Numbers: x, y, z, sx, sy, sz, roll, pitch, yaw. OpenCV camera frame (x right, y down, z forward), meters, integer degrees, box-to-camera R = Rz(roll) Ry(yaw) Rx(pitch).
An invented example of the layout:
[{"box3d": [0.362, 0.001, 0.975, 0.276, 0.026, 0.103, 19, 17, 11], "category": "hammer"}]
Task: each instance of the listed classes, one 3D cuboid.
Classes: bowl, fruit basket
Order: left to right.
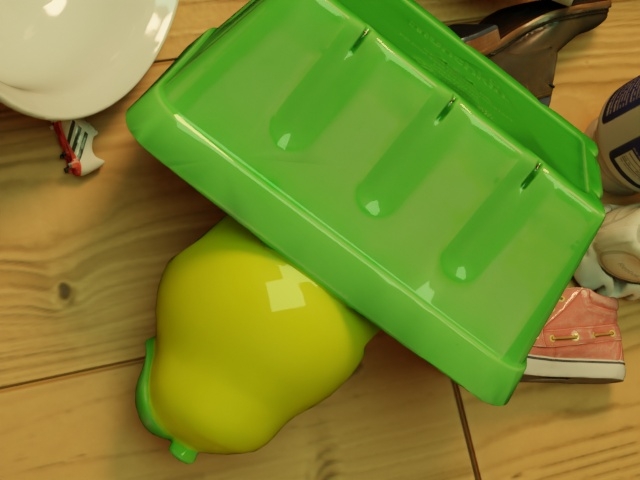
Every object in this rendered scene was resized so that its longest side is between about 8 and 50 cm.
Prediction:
[{"box3d": [-0.244, -0.244, 1.032, 0.298, 0.134, 0.297, -17, 111, -57], "category": "bowl"}, {"box3d": [0.000, 0.000, 1.066, 0.392, 0.283, 0.392, 3, 114, 8], "category": "fruit basket"}]

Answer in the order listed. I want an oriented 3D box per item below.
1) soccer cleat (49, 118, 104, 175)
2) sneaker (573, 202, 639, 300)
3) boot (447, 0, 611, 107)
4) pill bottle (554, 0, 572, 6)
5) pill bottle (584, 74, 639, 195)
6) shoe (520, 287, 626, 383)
[{"box3d": [-0.206, -0.095, 1.103, 0.036, 0.029, 0.083, -17, 88, -29], "category": "soccer cleat"}, {"box3d": [0.380, 0.005, 1.219, 0.292, 0.118, 0.110, -2, 78, -19], "category": "sneaker"}, {"box3d": [0.188, -0.161, 1.229, 0.219, 0.082, 0.106, -20, 110, -28], "category": "boot"}, {"box3d": [0.154, -0.279, 1.188, 0.184, 0.103, 0.103, 24, 72, 6], "category": "pill bottle"}, {"box3d": [0.314, -0.101, 1.180, 0.112, 0.187, 0.112, 3, 79, -17], "category": "pill bottle"}, {"box3d": [0.191, 0.083, 1.174, 0.178, 0.063, 0.081, 5, 76, -22], "category": "shoe"}]
